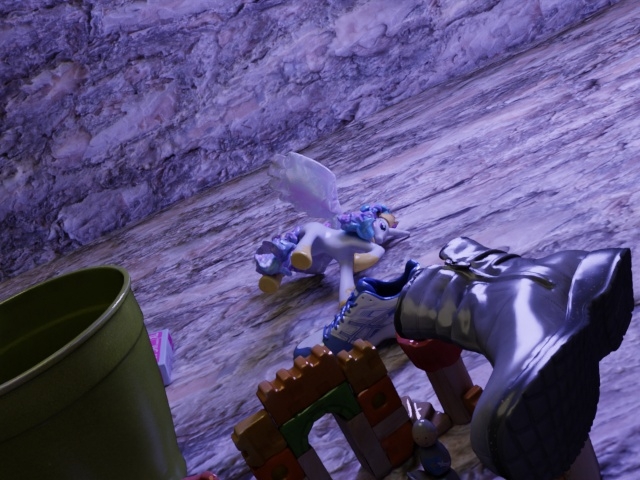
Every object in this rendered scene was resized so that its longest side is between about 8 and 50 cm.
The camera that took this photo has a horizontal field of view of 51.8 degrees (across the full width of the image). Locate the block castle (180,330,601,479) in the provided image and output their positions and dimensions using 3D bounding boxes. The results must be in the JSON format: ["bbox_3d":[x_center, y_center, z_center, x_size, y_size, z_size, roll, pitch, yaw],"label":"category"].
[{"bbox_3d":[0.053,0.260,0.745,0.453,0.213,0.303,-33,20,-16],"label":"block castle"}]

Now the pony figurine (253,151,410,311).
[{"bbox_3d":[0.000,0.000,1.455,0.351,0.303,0.363,15,30,13],"label":"pony figurine"}]

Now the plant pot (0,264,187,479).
[{"bbox_3d":[-0.383,0.282,1.013,0.366,0.353,0.366,-20,22,8],"label":"plant pot"}]

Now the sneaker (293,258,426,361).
[{"bbox_3d":[0.072,0.130,1.170,0.296,0.131,0.112,-26,21,6],"label":"sneaker"}]

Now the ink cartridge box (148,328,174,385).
[{"bbox_3d":[-0.489,0.294,1.468,0.311,0.065,0.186,-16,19,-6],"label":"ink cartridge box"}]

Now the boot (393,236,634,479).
[{"bbox_3d":[0.166,0.102,0.667,0.222,0.118,0.338,4,23,37],"label":"boot"}]
